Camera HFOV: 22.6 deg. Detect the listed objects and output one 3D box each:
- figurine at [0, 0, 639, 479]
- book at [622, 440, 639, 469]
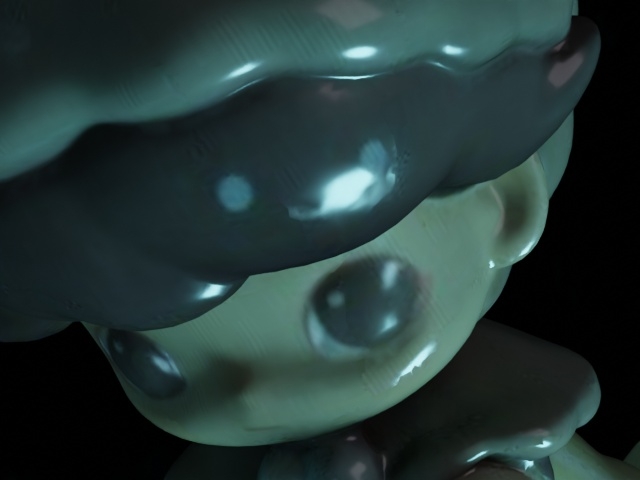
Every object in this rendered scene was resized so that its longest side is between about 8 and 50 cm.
[{"bbox_3d":[0.000,0.001,0.511,0.380,0.248,0.203,61,34,-25],"label":"figurine"},{"bbox_3d":[0.193,0.275,0.646,0.352,0.035,0.239,46,63,-11],"label":"book"}]
